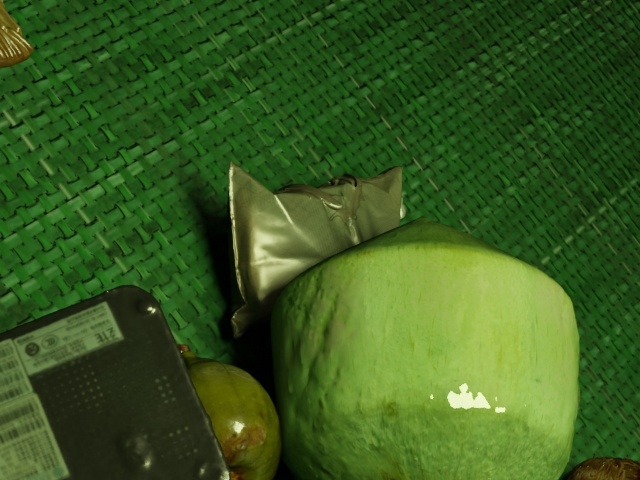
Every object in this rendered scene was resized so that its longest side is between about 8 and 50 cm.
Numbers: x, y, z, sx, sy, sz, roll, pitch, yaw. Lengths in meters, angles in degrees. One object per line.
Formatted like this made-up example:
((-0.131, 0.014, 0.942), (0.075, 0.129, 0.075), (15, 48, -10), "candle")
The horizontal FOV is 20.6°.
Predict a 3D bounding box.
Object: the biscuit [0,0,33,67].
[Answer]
((-0.389, -0.265, 1.805), (0.228, 0.031, 0.176), (27, 50, -22), "biscuit")

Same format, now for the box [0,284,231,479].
((-0.266, 0.189, 1.460), (0.350, 0.058, 0.211), (-23, 71, -11), "box")

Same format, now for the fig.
((-0.122, 0.177, 1.695), (0.126, 0.133, 0.185), (-32, 46, -30), "fig")

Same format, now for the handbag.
((0.000, 0.000, 1.884), (0.270, 0.117, 0.183), (-6, 91, -40), "handbag")

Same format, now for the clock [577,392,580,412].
((0.204, 0.139, 2.021), (0.235, 0.029, 0.235), (20, 52, -28), "clock")

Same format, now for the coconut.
((0.099, 0.124, 1.741), (0.281, 0.328, 0.328), (32, 44, -47), "coconut")

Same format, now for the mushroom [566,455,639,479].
((0.337, 0.285, 1.984), (0.126, 0.109, 0.085), (32, 40, -41), "mushroom")
